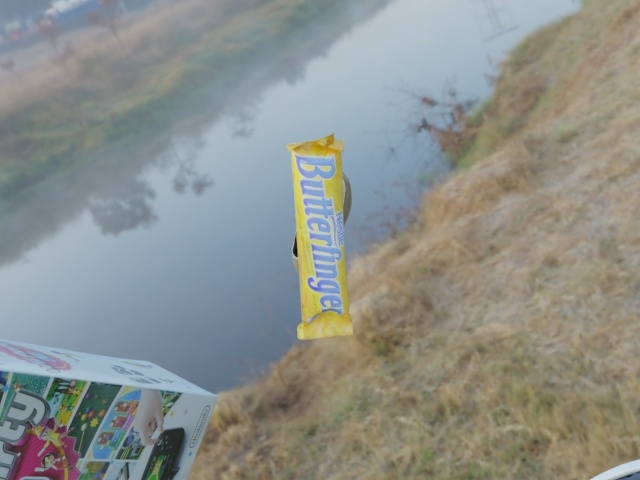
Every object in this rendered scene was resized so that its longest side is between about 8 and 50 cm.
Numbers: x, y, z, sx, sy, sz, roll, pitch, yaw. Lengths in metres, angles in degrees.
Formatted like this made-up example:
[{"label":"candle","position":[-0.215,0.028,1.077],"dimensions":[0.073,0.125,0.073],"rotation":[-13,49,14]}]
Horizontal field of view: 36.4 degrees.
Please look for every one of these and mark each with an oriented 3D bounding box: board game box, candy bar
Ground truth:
[{"label":"board game box","position":[-0.231,0.185,0.686],"dimensions":[0.098,0.223,0.303],"rotation":[20,-1,34]},{"label":"candy bar","position":[0.000,0.000,0.661],"dimensions":[0.040,0.161,0.018],"rotation":[-6,32,-5]}]

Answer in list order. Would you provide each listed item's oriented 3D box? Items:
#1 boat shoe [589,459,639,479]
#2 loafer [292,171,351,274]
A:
[{"label":"boat shoe","position":[0.339,0.240,0.813],"dimensions":[0.303,0.114,0.091],"rotation":[-23,21,27]},{"label":"loafer","position":[0.001,-0.025,1.220],"dimensions":[0.056,0.147,0.050],"rotation":[9,-15,16]}]
